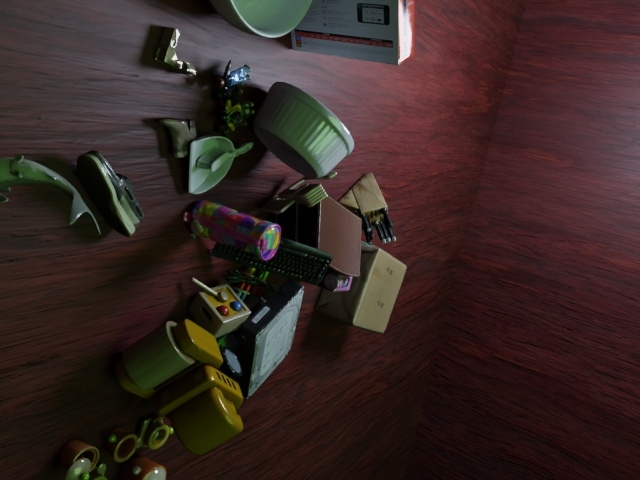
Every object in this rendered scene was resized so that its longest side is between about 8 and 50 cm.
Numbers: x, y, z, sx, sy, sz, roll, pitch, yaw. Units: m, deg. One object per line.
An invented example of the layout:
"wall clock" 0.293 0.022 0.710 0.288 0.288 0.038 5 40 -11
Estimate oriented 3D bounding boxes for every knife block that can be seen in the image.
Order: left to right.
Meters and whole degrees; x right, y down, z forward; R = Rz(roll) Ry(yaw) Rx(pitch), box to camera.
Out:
"knife block" 0.195 -0.104 2.007 0.275 0.242 0.088 -46 144 -36

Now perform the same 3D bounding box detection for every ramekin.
"ramekin" -0.055 -0.275 1.507 0.127 0.273 0.273 -53 147 -8

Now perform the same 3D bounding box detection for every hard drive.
"hard drive" -0.156 0.299 1.732 0.237 0.064 0.339 -44 158 -42

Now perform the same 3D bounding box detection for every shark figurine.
"shark figurine" -0.518 -0.092 0.985 0.116 0.278 0.166 131 -40 -65

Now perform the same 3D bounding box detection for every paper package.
"paper package" 0.165 0.175 2.194 0.325 0.168 0.309 26 83 -59

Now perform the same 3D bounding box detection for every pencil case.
"pencil case" -0.214 -0.027 1.416 0.104 0.236 0.104 -49 148 -46

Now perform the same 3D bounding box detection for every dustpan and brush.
"dustpan and brush" -0.238 -0.208 1.423 0.211 0.060 0.147 -52 158 -52

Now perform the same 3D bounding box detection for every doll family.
"doll family" -0.217 -0.336 1.390 0.111 0.076 0.193 -32 127 -41

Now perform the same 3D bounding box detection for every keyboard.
"keyboard" -0.144 0.069 1.578 0.317 0.033 0.201 18 125 -21

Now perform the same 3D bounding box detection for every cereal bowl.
"cereal bowl" -0.149 -0.624 1.262 0.339 0.141 0.339 -34 133 -46

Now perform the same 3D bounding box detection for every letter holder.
"letter holder" 0.000 0.000 1.775 0.302 0.152 0.214 28 59 -59

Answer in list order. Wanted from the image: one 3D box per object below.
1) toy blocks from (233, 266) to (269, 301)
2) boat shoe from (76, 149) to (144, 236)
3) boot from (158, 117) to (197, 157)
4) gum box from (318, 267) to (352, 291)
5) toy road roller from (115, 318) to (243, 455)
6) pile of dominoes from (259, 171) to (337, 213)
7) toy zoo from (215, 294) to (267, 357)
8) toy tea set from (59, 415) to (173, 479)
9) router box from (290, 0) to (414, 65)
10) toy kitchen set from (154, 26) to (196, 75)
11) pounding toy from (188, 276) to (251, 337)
"toy blocks" -0.200 0.129 1.691 0.123 0.054 0.148 35 76 -58
"boat shoe" -0.423 -0.103 1.185 0.073 0.080 0.223 -56 152 -34
"boot" -0.322 -0.231 1.305 0.118 0.042 0.087 -11 118 -55
"gum box" 0.006 0.110 1.878 0.107 0.188 0.062 1 106 -59
"toy road roller" -0.313 0.367 1.404 0.202 0.240 0.329 -33 141 4
"pile of dominoes" -0.061 -0.121 1.593 0.196 0.251 0.040 -35 105 -13
"toy zoo" -0.230 0.291 1.757 0.293 0.030 0.192 -48 143 -33
"toy tea set" -0.481 0.559 1.411 0.336 0.124 0.200 10 98 -59
"router box" 0.068 -0.610 1.427 0.082 0.335 0.301 -40 138 -39
"toy kitchen set" -0.291 -0.398 1.232 0.083 0.068 0.075 14 94 -60
"pounding toy" -0.276 0.168 1.529 0.130 0.141 0.100 -15 148 -55
